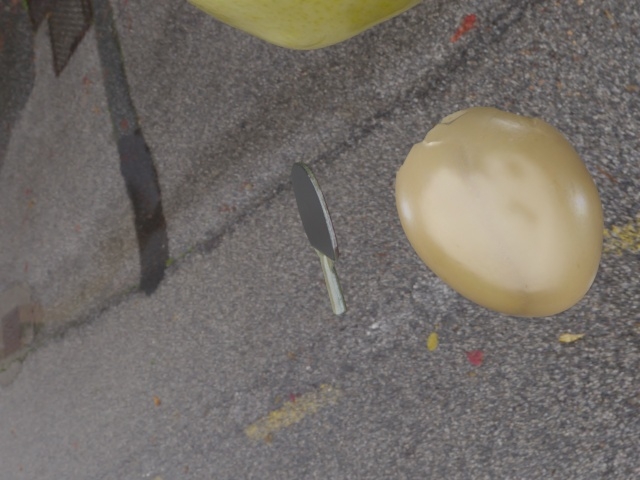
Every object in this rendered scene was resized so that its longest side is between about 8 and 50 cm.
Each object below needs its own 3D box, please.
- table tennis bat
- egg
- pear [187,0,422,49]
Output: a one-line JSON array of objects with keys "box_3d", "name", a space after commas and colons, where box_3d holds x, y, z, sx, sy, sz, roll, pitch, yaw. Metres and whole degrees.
[{"box_3d": [0.000, 0.000, 0.908, 0.138, 0.022, 0.247, -147, 38, -68], "name": "table tennis bat"}, {"box_3d": [0.197, -0.028, 0.660, 0.201, 0.201, 0.244, -44, 59, 30], "name": "egg"}, {"box_3d": [-0.025, -0.308, 0.479, 0.309, 0.309, 0.309, -6, 82, 42], "name": "pear"}]
